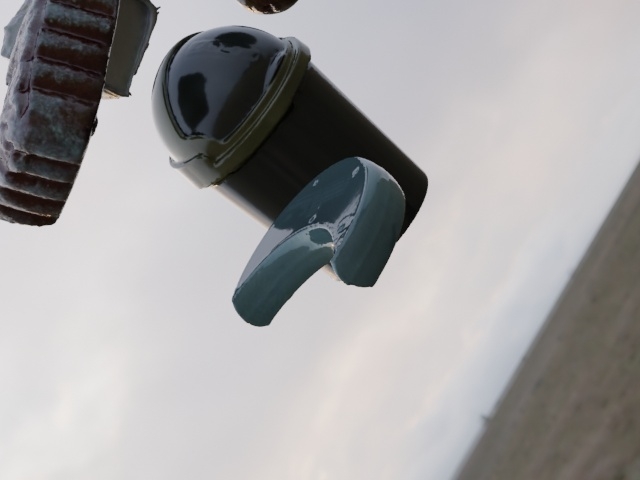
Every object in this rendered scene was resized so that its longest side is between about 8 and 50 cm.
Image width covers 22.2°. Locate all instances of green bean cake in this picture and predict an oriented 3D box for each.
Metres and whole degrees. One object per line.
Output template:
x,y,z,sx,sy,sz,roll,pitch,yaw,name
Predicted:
-0.292,-0.157,1.760,0.198,0.097,0.232,129,151,-58,green bean cake

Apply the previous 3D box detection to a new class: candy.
-0.361,-0.321,2.473,0.195,0.137,0.184,24,-100,-42,candy

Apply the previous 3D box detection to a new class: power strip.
0.000,0.000,1.615,0.253,0.054,0.167,-21,36,59,power strip

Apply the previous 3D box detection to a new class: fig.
-0.079,-0.391,2.265,0.103,0.109,0.154,-19,67,46,fig

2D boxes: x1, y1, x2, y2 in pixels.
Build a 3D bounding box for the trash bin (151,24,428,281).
-0.049,-0.116,1.921,0.214,0.334,0.214,-44,18,18,trash bin
